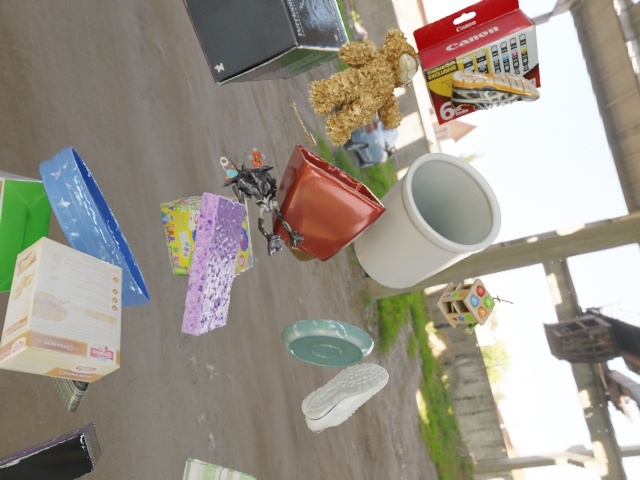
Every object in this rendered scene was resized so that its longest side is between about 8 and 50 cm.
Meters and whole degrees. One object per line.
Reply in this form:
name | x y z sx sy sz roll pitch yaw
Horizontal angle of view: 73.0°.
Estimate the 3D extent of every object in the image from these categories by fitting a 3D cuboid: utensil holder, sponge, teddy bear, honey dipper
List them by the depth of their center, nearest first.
sponge | -0.166 0.035 0.683 0.117 0.031 0.210 26 73 -80
teddy bear | 0.122 -0.379 1.069 0.113 0.338 0.245 19 -52 64
utensil holder | 0.324 -0.041 1.410 0.385 0.328 0.327 131 -44 -56
honey dipper | -0.063 -0.383 1.426 0.160 0.031 0.030 62 15 -5

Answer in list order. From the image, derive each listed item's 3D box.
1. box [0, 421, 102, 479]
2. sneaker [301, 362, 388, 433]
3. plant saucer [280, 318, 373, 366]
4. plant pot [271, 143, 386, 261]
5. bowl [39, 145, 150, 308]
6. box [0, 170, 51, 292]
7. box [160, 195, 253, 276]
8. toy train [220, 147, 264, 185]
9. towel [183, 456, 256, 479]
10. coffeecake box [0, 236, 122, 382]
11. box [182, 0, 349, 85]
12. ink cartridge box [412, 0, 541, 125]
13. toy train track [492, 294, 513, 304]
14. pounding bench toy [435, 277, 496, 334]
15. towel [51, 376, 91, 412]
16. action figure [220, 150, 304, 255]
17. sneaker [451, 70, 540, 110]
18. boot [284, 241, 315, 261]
box | -0.694 0.556 1.055 0.184 0.261 0.103 -38 -110 64
sneaker | 0.067 0.393 1.084 0.090 0.235 0.094 44 -26 59
plant saucer | 0.020 0.361 1.467 0.317 0.318 0.043 61 28 -46
plant pot | -0.008 -0.099 1.287 0.267 0.235 0.267 28 16 -18
bowl | -0.511 -0.016 0.992 0.391 0.077 0.391 53 -22 31
box | -0.780 -0.034 1.031 0.127 0.231 0.261 -5 108 -70
box | -0.439 -0.017 1.695 0.177 0.279 0.289 -35 125 -63
toy train | -0.272 -0.254 1.526 0.046 0.166 0.125 -15 -90 62
towel | -0.210 0.515 0.877 0.023 0.152 0.113 31 68 -76
coffeecake box | -0.389 0.109 0.666 0.142 0.068 0.185 39 28 -50
box | -0.173 -0.757 1.298 0.472 0.298 0.479 -45 118 -58
ink cartridge box | 0.457 -0.532 1.274 0.130 0.310 0.272 -91 156 -43
toy train track | 0.683 0.229 1.625 0.014 0.083 0.048 -45 121 -22
pounding bench toy | 0.234 0.108 0.665 0.052 0.065 0.083 -45 105 -33
towel | -0.663 0.240 1.175 0.324 0.312 0.056 40 19 32
action figure | -0.164 -0.091 1.149 0.275 0.164 0.141 59 -32 10
sneaker | 0.424 -0.360 1.060 0.084 0.215 0.083 -75 172 -47
boot | 0.000 0.000 1.789 0.115 0.305 0.112 60 34 -14
